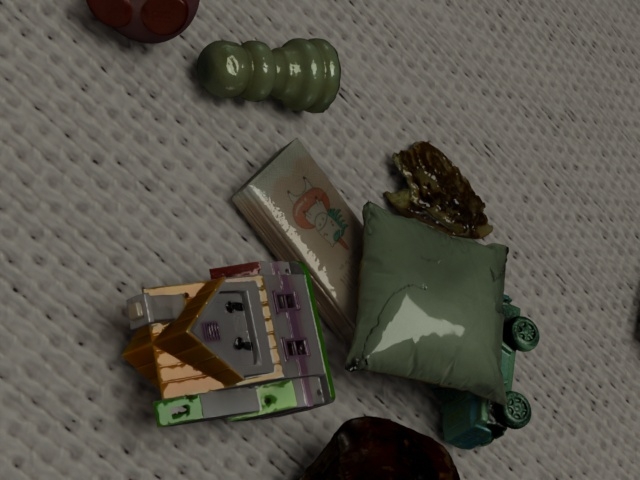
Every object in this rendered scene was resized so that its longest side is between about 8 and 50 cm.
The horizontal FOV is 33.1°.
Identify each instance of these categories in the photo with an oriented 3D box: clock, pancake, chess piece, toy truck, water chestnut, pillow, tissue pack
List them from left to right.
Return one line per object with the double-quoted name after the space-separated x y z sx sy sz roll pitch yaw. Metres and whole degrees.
-0.153 0.154 1.599 0.310 0.166 0.235 1 72 -48 "clock"
-0.097 -0.291 1.856 0.243 0.133 0.133 -2 74 -36 "chess piece"
0.000 0.000 1.851 0.325 0.071 0.170 53 46 -11 "tissue pack"
0.084 0.419 1.650 0.289 0.244 0.289 -18 114 -46 "water chestnut"
0.190 0.108 1.832 0.310 0.119 0.312 18 60 -24 "pillow"
0.226 -0.074 2.086 0.257 0.056 0.212 49 41 -4 "pancake"
0.290 0.236 1.952 0.156 0.155 0.278 21 59 -13 "toy truck"

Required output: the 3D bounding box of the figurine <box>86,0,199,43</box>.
-0.273 -0.400 1.718 0.173 0.173 0.173 16 63 -35 "figurine"
